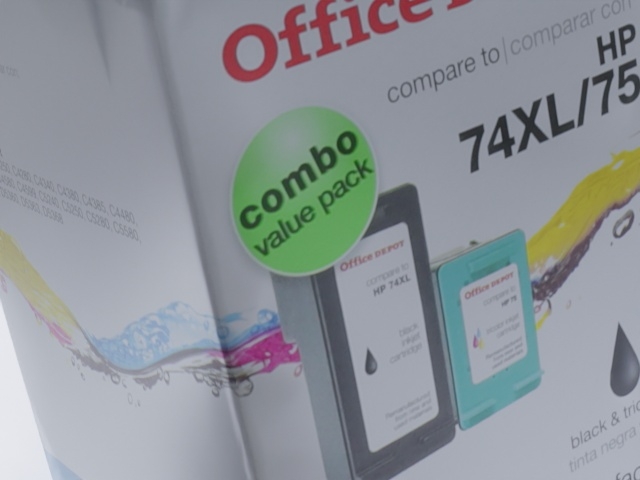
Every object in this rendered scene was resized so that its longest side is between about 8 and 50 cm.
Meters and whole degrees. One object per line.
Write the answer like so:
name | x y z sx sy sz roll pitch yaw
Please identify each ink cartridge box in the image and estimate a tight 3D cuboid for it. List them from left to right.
ink cartridge box | 0.000 0.000 0.582 0.198 0.270 0.197 -24 -156 -28
